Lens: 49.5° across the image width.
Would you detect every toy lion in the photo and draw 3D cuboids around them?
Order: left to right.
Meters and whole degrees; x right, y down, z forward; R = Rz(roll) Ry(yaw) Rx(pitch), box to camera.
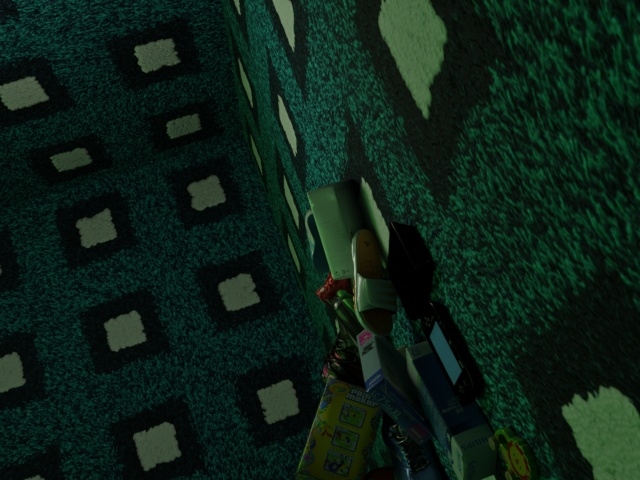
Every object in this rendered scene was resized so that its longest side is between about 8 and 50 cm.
[{"bbox_3d":[0.325,0.356,1.155,0.096,0.034,0.100,94,157,-52],"label":"toy lion"}]

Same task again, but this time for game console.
[{"bbox_3d":[0.216,0.143,1.351,0.213,0.044,0.361,83,165,-56],"label":"game console"}]

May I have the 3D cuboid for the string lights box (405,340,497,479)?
[{"bbox_3d":[0.257,0.339,1.390,0.133,0.077,0.259,79,169,-45],"label":"string lights box"}]

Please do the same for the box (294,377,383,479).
[{"bbox_3d":[0.052,0.589,1.973,0.290,0.177,0.279,96,-167,-57],"label":"box"}]

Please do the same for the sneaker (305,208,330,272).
[{"bbox_3d":[0.000,0.000,2.368,0.092,0.087,0.228,-110,11,-70],"label":"sneaker"}]

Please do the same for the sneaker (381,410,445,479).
[{"bbox_3d":[0.234,0.562,1.862,0.330,0.130,0.147,-119,11,-53],"label":"sneaker"}]

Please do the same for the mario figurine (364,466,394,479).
[{"bbox_3d":[0.232,0.764,1.893,0.320,0.198,0.170,48,156,2],"label":"mario figurine"}]

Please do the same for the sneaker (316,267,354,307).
[{"bbox_3d":[0.041,0.121,2.160,0.087,0.128,0.221,-134,25,-69],"label":"sneaker"}]

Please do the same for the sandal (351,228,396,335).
[{"bbox_3d":[0.130,0.091,1.633,0.076,0.102,0.265,-30,64,52],"label":"sandal"}]

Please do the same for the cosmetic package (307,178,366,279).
[{"bbox_3d":[0.056,-0.029,1.738,0.117,0.085,0.231,-31,-73,-61],"label":"cosmetic package"}]

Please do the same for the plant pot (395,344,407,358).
[{"bbox_3d":[0.187,0.341,1.789,0.109,0.096,0.109,102,150,-74],"label":"plant pot"}]

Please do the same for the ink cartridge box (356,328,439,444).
[{"bbox_3d":[0.170,0.329,1.560,0.186,0.065,0.311,46,-171,-15],"label":"ink cartridge box"}]

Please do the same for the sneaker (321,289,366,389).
[{"bbox_3d":[0.098,0.359,2.052,0.185,0.202,0.483,-122,15,-56],"label":"sneaker"}]
